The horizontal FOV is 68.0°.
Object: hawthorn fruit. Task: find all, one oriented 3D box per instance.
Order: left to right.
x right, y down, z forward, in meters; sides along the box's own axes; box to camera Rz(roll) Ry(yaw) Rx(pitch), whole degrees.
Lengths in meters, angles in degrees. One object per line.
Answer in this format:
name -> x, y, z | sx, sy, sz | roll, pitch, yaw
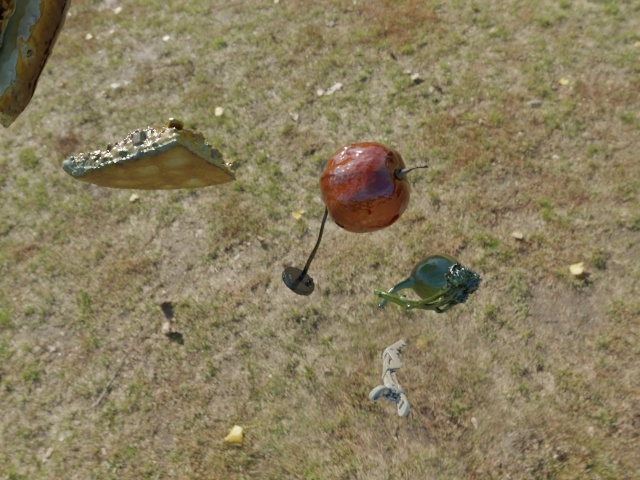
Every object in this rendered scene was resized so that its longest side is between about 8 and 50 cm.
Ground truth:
hawthorn fruit -> 0.139, -0.142, 1.179 | 0.272, 0.242, 0.241 | -14, 47, 40

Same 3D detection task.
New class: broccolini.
broccolini -> 0.128, 0.071, 0.616 | 0.054, 0.194, 0.052 | 20, 67, -28

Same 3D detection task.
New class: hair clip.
hair clip -> 0.133, 0.248, 0.916 | 0.072, 0.034, 0.226 | 21, 22, 1

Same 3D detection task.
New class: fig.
fig -> 0.268, 0.123, 1.295 | 0.246, 0.149, 0.149 | -14, 54, -6

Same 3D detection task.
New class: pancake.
pancake -> -0.338, -0.242, 0.475 | 0.057, 0.244, 0.265 | 25, 95, -3

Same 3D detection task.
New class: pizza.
pizza -> -0.338, -0.154, 0.992 | 0.269, 0.258, 0.087 | -14, 76, 12

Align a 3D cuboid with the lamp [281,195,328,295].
lamp -> -0.036, 0.004, 1.377 | 0.109, 0.371, 0.130 | -3, 43, -23
